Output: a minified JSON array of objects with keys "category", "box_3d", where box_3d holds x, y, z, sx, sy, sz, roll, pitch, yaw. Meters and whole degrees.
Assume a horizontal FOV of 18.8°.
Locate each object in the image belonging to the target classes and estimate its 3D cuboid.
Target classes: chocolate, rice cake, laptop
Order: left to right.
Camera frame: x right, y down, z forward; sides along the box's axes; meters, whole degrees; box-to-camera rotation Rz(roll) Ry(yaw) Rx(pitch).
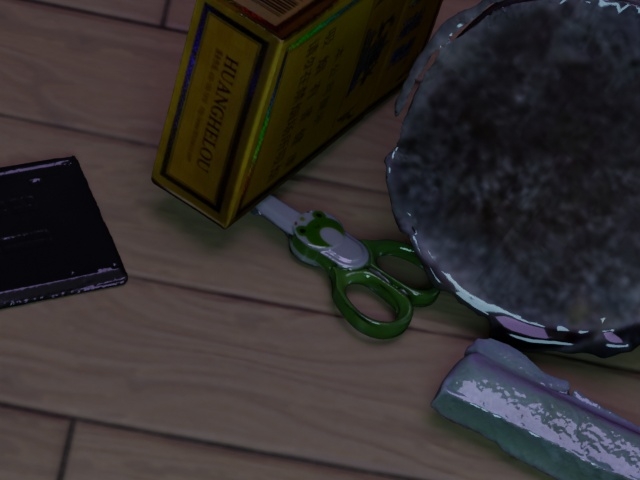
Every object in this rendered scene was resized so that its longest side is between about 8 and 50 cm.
[{"category":"laptop","box_3d":[-0.260,-0.001,1.493,0.197,0.016,0.135,-12,55,-23]},{"category":"chocolate","box_3d":[0.214,-0.084,1.535,0.303,0.303,0.213,22,26,6]},{"category":"rice cake","box_3d":[0.226,0.158,1.449,0.290,0.051,0.081,23,57,5]}]

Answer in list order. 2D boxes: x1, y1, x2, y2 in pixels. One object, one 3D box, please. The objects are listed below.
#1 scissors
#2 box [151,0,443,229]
[{"category":"scissors","box_3d":[0.000,0.000,1.548,0.204,0.027,0.101,35,44,17]},{"category":"box","box_3d":[-0.002,-0.163,1.558,0.084,0.193,0.301,34,43,15]}]
